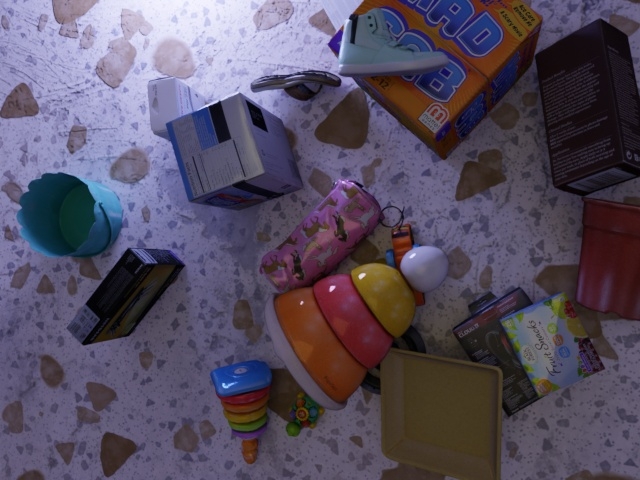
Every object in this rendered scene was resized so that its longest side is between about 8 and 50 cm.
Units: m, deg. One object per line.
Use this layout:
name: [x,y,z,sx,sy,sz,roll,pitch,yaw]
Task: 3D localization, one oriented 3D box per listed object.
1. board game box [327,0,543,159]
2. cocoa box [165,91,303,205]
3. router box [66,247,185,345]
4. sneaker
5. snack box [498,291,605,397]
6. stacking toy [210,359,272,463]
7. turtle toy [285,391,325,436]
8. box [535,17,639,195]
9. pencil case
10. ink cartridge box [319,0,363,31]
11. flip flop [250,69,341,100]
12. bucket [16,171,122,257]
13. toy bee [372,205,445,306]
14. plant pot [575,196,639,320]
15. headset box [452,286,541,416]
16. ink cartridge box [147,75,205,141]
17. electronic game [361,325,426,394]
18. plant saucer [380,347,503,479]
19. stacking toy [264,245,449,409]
board game box: [0.298,-0.477,1.609,0.356,0.356,0.356,44,100,12]
cocoa box: [-0.228,-0.231,1.741,0.227,0.347,0.232,-19,84,13]
router box: [-0.574,0.163,1.871,0.081,0.243,0.309,41,99,12]
sneaker: [0.162,-0.450,1.408,0.255,0.094,0.151,4,97,18]
snack box: [0.568,0.256,1.550,0.174,0.070,0.207,-26,81,8]
stacking toy: [-0.214,0.516,1.824,0.165,0.175,0.302,-9,103,-17]
turtle toy: [-0.054,0.510,1.815,0.095,0.066,0.130,32,96,13]
box: [0.665,-0.321,1.541,0.191,0.143,0.382,-22,64,51]
pencil case: [0.000,0.000,1.773,0.386,0.160,0.167,-46,57,9]
ink cartridge box: [0.129,-0.683,1.780,0.232,0.066,0.189,-33,79,28]
flip flop: [-0.071,-0.449,1.843,0.277,0.112,0.080,-4,113,12]
bucket: [-0.775,-0.074,1.962,0.281,0.183,0.281,-1,88,15]
toy bee: [0.246,0.024,1.730,0.195,0.162,0.298,9,115,7]
plant pot: [0.756,0.045,1.537,0.272,0.272,0.265,11,99,15]
headset box: [0.504,0.277,1.657,0.218,0.110,0.293,-35,80,10]
ink cartridge box: [-0.420,-0.378,1.862,0.092,0.218,0.159,-7,86,14]
electronic game: [0.184,0.325,1.769,0.229,0.048,0.229,1,94,9]
plant saucer: [0.324,0.449,1.656,0.332,0.081,0.333,5,104,31]
stacking toy: [0.128,0.180,1.617,0.479,0.350,0.351,-34,80,7]
